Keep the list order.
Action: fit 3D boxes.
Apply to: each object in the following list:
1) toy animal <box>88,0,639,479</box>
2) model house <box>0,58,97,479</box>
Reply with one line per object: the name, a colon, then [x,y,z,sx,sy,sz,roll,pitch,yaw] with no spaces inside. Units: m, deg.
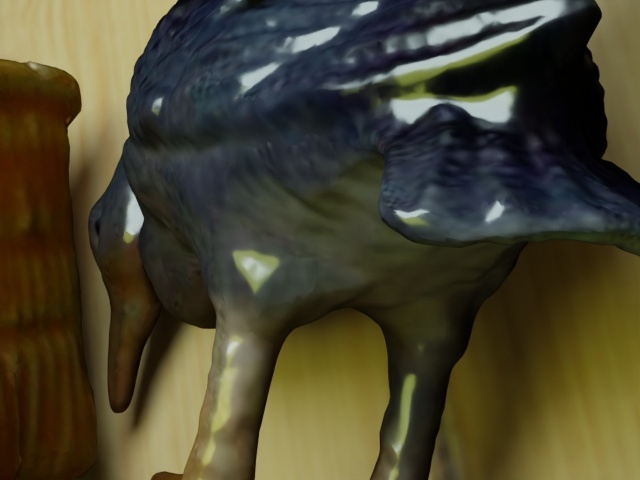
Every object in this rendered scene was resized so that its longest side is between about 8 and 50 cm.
toy animal: [0.000,0.000,0.571,0.298,0.122,0.185,145,138,-61]
model house: [-0.185,0.040,0.677,0.219,0.199,0.229,32,109,35]
